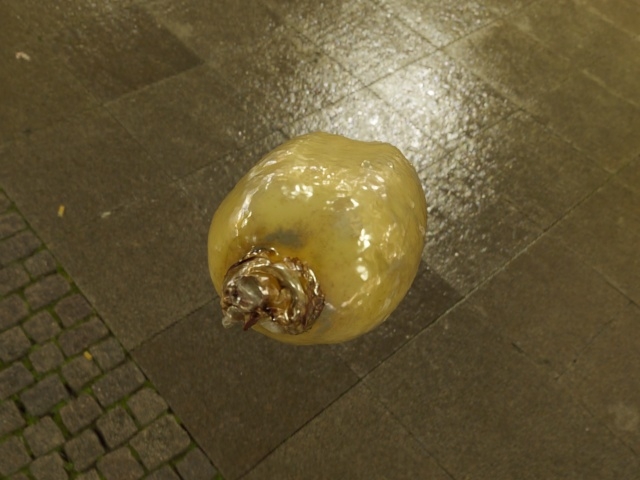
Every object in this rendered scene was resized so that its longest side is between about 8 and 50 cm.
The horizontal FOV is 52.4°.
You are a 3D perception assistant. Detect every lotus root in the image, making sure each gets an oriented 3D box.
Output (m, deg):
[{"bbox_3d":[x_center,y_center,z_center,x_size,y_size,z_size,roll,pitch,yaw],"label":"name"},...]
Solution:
[{"bbox_3d":[0.000,0.000,0.538,0.169,0.152,0.343,10,23,9],"label":"lotus root"}]
